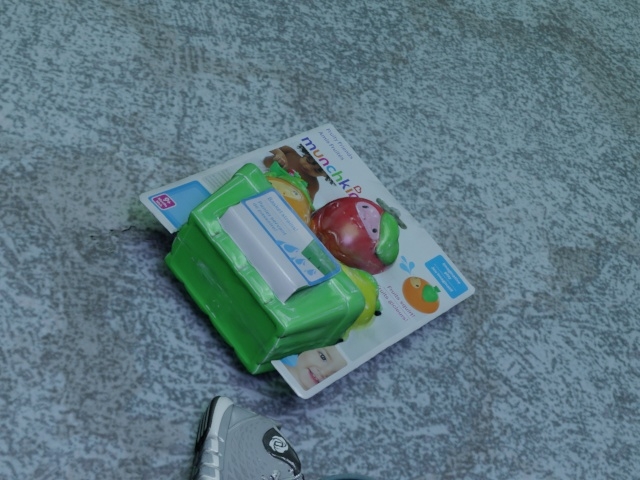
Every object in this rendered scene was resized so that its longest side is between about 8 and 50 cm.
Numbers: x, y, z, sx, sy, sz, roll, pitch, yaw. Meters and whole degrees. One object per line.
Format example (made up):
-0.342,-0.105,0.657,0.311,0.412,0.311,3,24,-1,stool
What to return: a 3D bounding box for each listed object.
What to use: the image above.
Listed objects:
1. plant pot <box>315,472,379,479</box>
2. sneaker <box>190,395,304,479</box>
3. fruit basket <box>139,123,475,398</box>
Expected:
0.053,0.402,0.959,0.196,0.293,0.293,37,47,-30,plant pot
-0.080,0.285,1.084,0.132,0.086,0.228,18,52,-12,sneaker
0.000,0.000,1.257,0.353,0.165,0.327,-27,71,-37,fruit basket
